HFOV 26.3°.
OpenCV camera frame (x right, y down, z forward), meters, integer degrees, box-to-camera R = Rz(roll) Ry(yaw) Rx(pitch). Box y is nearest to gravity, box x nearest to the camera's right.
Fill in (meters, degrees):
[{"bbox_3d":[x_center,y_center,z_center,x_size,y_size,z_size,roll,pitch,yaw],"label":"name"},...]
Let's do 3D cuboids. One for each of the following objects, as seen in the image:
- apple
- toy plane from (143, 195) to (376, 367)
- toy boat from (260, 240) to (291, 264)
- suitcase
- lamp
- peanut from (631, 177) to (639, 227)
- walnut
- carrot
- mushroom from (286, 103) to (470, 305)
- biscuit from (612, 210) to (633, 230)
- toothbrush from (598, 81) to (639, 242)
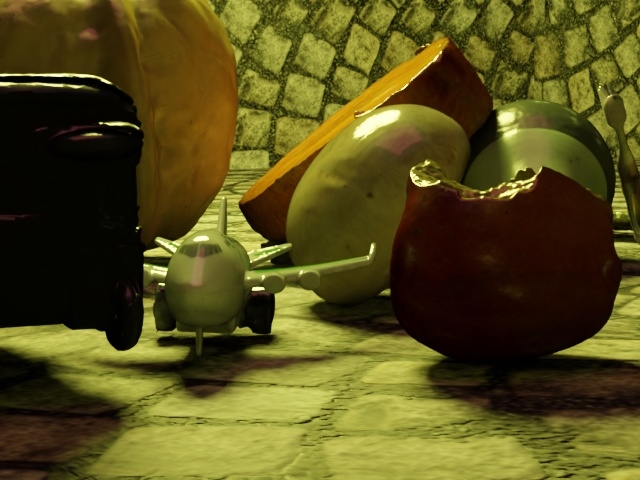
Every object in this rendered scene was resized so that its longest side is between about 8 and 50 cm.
[{"bbox_3d":[0.130,0.017,0.965,0.158,0.147,0.156,9,-26,5],"label":"apple"},{"bbox_3d":[-0.082,0.032,1.048,0.251,0.101,0.255,2,11,0],"label":"toy plane"},{"bbox_3d":[0.000,0.000,1.569,0.149,0.047,0.049,-9,8,-22],"label":"toy boat"},{"bbox_3d":[-0.314,-0.017,0.928,0.345,0.188,0.339,-4,2,-28],"label":"suitcase"},{"bbox_3d":[0.245,-0.050,1.461,0.182,0.182,0.314,-2,15,-9],"label":"lamp"},{"bbox_3d":[0.475,-0.046,1.445,0.319,0.147,0.147,5,9,44],"label":"peanut"},{"bbox_3d":[-0.267,-0.140,1.538,0.381,0.381,0.381,-1,6,0],"label":"walnut"},{"bbox_3d":[0.041,-0.107,1.524,0.307,0.100,0.258,-30,11,13],"label":"carrot"},{"bbox_3d":[0.066,-0.019,1.255,0.206,0.209,0.206,-24,34,17],"label":"mushroom"},{"bbox_3d":[0.426,-0.022,1.738,0.203,0.016,0.144,3,-5,37],"label":"biscuit"},{"bbox_3d":[0.345,-0.080,1.542,0.024,0.029,0.354,-24,-30,8],"label":"toothbrush"}]
